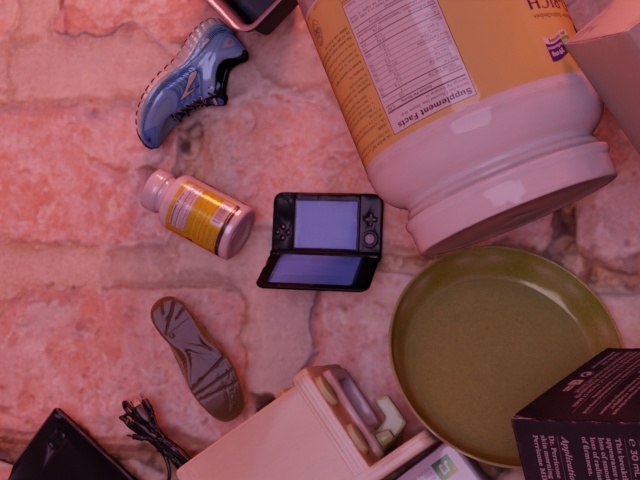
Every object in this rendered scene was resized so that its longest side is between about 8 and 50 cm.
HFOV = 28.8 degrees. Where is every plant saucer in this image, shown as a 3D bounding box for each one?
[{"bbox_3d":[0.183,0.118,1.236,0.241,0.037,0.241,4,60,-7],"label":"plant saucer"}]

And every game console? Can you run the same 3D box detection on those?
[{"bbox_3d":[0.000,0.000,1.319,0.122,0.071,0.107,2,88,13],"label":"game console"}]

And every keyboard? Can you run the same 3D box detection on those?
[{"bbox_3d":[-0.189,0.299,1.368,0.317,0.033,0.201,41,104,12],"label":"keyboard"}]

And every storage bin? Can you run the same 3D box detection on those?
[{"bbox_3d":[-0.081,-0.289,1.345,0.098,0.091,0.135,-45,79,8],"label":"storage bin"}]

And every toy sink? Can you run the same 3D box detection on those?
[{"bbox_3d":[-0.004,0.209,1.267,0.234,0.153,0.131,-36,79,10],"label":"toy sink"}]

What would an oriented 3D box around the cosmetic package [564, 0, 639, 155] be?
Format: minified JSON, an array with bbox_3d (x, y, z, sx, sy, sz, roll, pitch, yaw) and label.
[{"bbox_3d":[0.380,-0.104,1.116,0.160,0.113,0.309,-41,105,-10],"label":"cosmetic package"}]

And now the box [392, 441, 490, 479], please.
[{"bbox_3d":[0.141,0.396,1.271,0.232,0.058,0.322,-38,78,9],"label":"box"}]

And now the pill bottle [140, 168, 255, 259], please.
[{"bbox_3d":[-0.135,-0.032,1.356,0.116,0.065,0.065,29,94,14],"label":"pill bottle"}]

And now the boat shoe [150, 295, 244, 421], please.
[{"bbox_3d":[-0.133,0.129,1.362,0.056,0.048,0.153,-37,86,-3],"label":"boat shoe"}]

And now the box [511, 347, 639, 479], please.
[{"bbox_3d":[0.370,0.278,1.055,0.312,0.179,0.343,-4,104,44],"label":"box"}]

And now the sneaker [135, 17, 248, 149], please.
[{"bbox_3d":[-0.140,-0.164,1.367,0.073,0.063,0.162,38,96,9],"label":"sneaker"}]

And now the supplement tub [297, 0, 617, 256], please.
[{"bbox_3d":[0.129,-0.174,1.211,0.241,0.241,0.331,-23,82,11],"label":"supplement tub"}]
